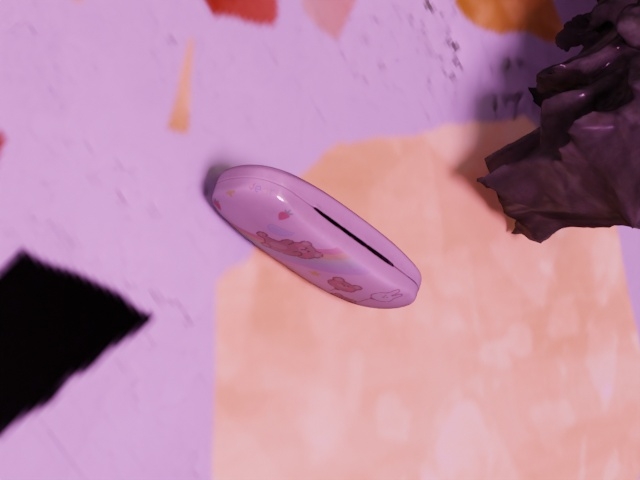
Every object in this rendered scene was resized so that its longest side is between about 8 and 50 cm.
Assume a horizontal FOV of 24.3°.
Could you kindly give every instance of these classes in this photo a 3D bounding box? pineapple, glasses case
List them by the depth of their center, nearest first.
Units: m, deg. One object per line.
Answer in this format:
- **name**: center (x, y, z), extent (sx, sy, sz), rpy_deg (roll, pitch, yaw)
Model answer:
- **glasses case**: center (0.000, 0.000, 0.480), extent (0.083, 0.032, 0.021), rpy_deg (36, 60, -39)
- **pineapple**: center (0.142, -0.107, 0.581), extent (0.128, 0.128, 0.248), rpy_deg (40, 64, -36)
